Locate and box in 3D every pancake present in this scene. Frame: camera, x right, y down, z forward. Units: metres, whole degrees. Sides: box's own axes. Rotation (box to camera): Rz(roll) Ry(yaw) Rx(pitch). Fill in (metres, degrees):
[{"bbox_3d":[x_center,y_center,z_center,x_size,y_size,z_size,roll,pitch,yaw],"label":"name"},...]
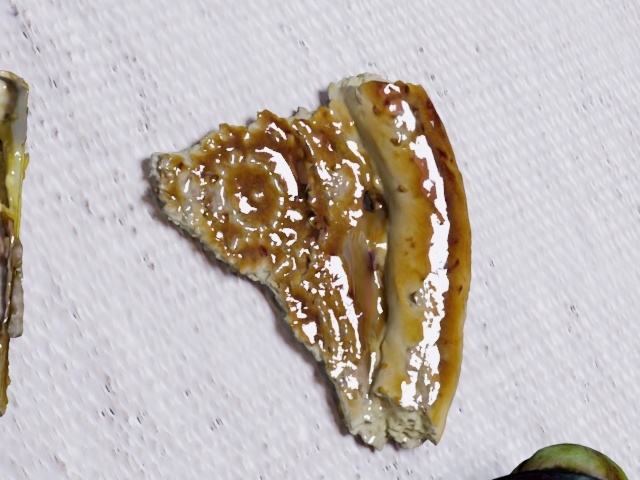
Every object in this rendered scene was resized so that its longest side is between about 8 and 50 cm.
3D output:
[{"bbox_3d":[0.000,0.000,0.855,0.244,0.057,0.266,13,74,-26],"label":"pancake"}]

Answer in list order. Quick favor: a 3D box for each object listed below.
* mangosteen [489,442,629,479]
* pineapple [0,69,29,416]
[{"bbox_3d":[0.150,0.249,0.809,0.243,0.243,0.243,6,77,-28],"label":"mangosteen"},{"bbox_3d":[-0.228,0.011,0.677,0.186,0.114,0.236,37,61,13],"label":"pineapple"}]
